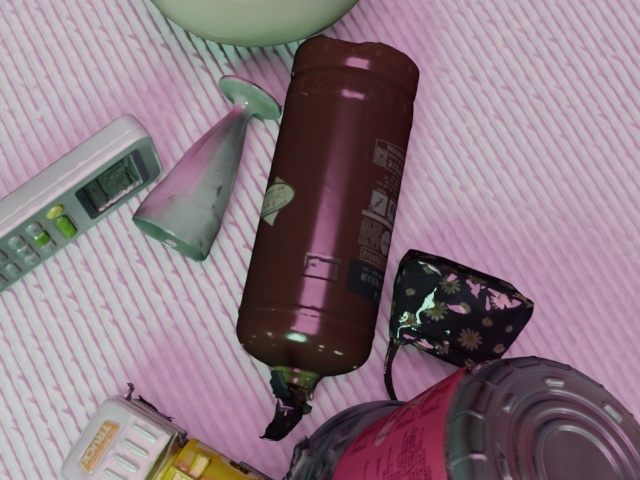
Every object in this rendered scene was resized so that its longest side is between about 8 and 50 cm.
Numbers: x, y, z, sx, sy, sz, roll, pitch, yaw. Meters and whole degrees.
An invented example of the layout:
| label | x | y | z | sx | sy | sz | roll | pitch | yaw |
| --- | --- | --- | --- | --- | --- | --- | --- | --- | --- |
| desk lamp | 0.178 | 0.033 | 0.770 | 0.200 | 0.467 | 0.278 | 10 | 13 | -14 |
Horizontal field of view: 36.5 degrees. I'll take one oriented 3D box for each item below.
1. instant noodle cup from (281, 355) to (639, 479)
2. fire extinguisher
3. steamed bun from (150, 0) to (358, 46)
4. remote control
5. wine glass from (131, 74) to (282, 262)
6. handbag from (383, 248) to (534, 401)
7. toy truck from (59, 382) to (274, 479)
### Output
| label | x | y | z | sx | sy | sz | roll | pitch | yaw |
| --- | --- | --- | --- | --- | --- | --- | --- | --- | --- |
| instant noodle cup | 0.123 | 0.195 | 0.667 | 0.303 | 0.181 | 0.258 | -4 | 60 | -37 |
| fire extinguisher | 0.000 | 0.000 | 0.801 | 0.114 | 0.135 | 0.337 | 8 | 76 | 12 |
| steamed bun | -0.059 | -0.263 | 0.858 | 0.232 | 0.145 | 0.231 | 2 | 60 | -4 |
| remote control | -0.243 | -0.009 | 0.807 | 0.250 | 0.103 | 0.034 | -38 | 78 | -12 |
| wine glass | -0.098 | -0.065 | 0.845 | 0.073 | 0.073 | 0.155 | 24 | 74 | 4 |
| handbag | 0.103 | 0.087 | 0.818 | 0.115 | 0.072 | 0.139 | 22 | 89 | -1 |
| toy truck | -0.090 | 0.203 | 0.751 | 0.227 | 0.114 | 0.098 | 30 | 76 | 5 |
